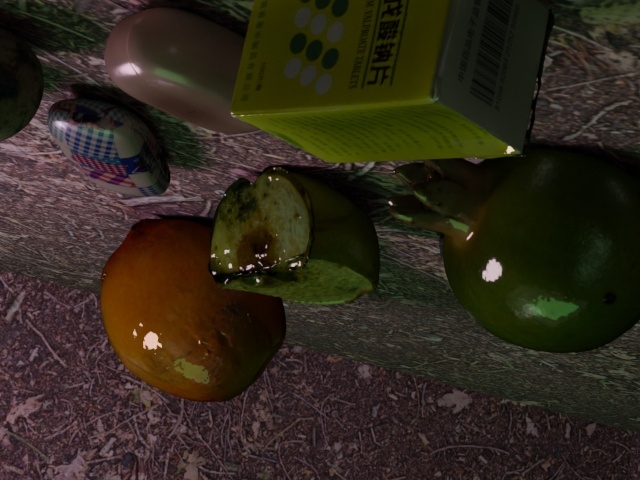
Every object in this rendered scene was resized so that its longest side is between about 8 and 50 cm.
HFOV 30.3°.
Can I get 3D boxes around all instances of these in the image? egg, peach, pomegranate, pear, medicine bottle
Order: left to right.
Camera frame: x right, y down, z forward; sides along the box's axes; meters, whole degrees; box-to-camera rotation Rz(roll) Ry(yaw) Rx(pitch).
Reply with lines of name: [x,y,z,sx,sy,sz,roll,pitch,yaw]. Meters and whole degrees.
egg: [-0.399,-0.181,1.368,0.141,0.141,0.182,23,172,-39]
peach: [-0.245,0.129,2.182,0.373,0.290,0.372,34,154,19]
pear: [0.000,0.000,1.759,0.255,0.164,0.238,15,158,-37]
medicine bottle: [0.058,-0.155,1.025,0.250,0.137,0.141,2,164,45]
pomegranate: [0.243,0.016,1.430,0.359,0.216,0.310,17,170,-16]

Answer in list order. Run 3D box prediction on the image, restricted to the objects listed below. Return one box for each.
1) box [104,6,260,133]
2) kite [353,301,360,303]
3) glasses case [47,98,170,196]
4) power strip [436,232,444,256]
box: [-0.126,-0.175,1.236,0.200,0.088,0.146,21,167,-37]
kite: [-0.109,0.070,2.395,0.406,0.014,0.368,18,175,1]
glasses case: [-0.289,-0.125,1.655,0.125,0.076,0.327,10,168,4]
power strip: [0.311,0.022,1.803,0.279,0.037,0.109,11,168,9]
